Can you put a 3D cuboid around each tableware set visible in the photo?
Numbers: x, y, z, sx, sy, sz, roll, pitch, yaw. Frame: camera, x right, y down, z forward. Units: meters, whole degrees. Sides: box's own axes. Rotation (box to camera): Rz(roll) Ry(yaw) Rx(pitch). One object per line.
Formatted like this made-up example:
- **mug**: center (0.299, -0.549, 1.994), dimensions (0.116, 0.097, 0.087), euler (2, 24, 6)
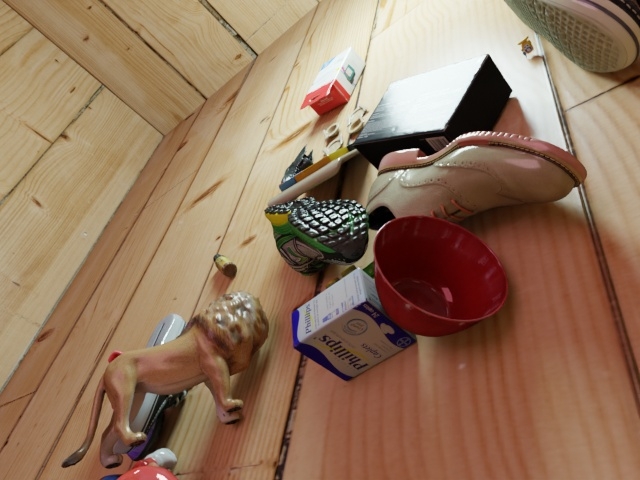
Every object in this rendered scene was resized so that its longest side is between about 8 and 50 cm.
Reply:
- **tableware set**: center (0.065, -0.305, 1.314), dimensions (0.168, 0.020, 0.141), euler (-36, 31, 22)

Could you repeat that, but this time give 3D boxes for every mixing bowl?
- **mixing bowl**: center (0.147, 0.062, 0.651), dimensions (0.181, 0.181, 0.098), euler (-83, 6, -46)

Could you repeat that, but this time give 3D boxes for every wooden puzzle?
- **wooden puzzle**: center (0.000, -0.169, 1.138), dimensions (0.221, 0.044, 0.239), euler (-26, 12, 34)

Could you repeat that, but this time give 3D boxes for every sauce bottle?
- **sauce bottle**: center (-0.261, 0.065, 1.295), dimensions (0.042, 0.042, 0.128), euler (-54, 28, -9)

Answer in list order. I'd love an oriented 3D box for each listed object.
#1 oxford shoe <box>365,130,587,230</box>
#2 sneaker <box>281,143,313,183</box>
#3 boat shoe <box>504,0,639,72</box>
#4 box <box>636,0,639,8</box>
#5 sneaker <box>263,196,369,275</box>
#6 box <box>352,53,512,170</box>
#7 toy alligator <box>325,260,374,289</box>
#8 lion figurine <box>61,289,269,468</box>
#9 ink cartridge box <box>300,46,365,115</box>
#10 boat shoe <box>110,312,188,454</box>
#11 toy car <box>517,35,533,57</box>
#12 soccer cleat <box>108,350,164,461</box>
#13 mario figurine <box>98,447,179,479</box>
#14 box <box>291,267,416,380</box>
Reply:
- **oxford shoe**: center (0.206, -0.062, 0.738), dimensions (0.146, 0.140, 0.397), euler (-62, 22, -11)
- **sneaker**: center (-0.058, -0.192, 1.313), dimensions (0.089, 0.051, 0.170), euler (-39, 27, 26)
- **boat shoe**: center (0.426, -0.436, 0.823), dimensions (0.156, 0.187, 0.500), euler (-39, 25, 28)
- **box**: center (0.524, -0.463, 0.693), dimensions (0.167, 0.203, 0.168), euler (-23, 38, 37)
- **sneaker**: center (0.000, 0.000, 0.930), dimensions (0.134, 0.146, 0.343), euler (-19, 14, -18)
- **box**: center (0.213, -0.242, 0.956), dimensions (0.261, 0.103, 0.184), euler (9, 65, 57)
- **toy alligator**: center (0.072, 0.067, 0.837), dimensions (0.189, 0.056, 0.051), euler (-39, -10, 16)
- **lion figurine**: center (-0.272, 0.238, 0.881), dimensions (0.392, 0.142, 0.240), euler (-14, 58, -16)
- **ink cartridge box**: center (0.038, -0.482, 1.499), dimensions (0.134, 0.078, 0.231), euler (-13, 45, 47)
- **boat shoe**: center (-0.333, 0.303, 1.026), dimensions (0.121, 0.119, 0.335), euler (-34, 26, 30)
- **toy car**: center (0.362, -0.336, 0.928), dimensions (0.122, 0.040, 0.060), euler (-37, 10, 25)
- **soccer cleat**: center (-0.434, 0.366, 1.091), dimensions (0.108, 0.116, 0.318), euler (-48, 29, 2)
- **mario figurine**: center (-0.298, 0.475, 0.819), dimensions (0.320, 0.170, 0.198), euler (-32, 68, 46)
- **box**: center (0.048, 0.129, 0.715), dimensions (0.137, 0.126, 0.072), euler (-36, 33, 22)
